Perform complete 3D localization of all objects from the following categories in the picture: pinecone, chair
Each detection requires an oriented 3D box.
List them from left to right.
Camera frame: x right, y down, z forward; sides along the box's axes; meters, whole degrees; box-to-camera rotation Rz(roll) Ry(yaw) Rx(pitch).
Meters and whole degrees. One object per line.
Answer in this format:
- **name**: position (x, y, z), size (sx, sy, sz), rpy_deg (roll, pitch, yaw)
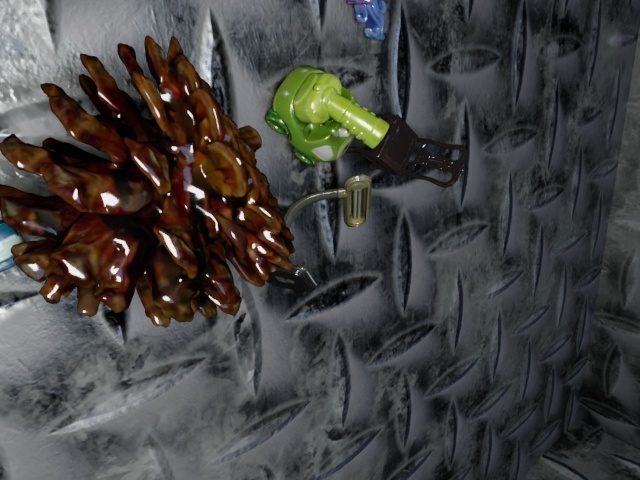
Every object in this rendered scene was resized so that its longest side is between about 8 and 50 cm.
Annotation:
- **pinecone**: position (-0.229, -0.056, 0.693), size (0.398, 0.398, 0.397), rpy_deg (-16, 115, -38)
- **chair**: position (0.187, -0.198, 1.114), size (0.113, 0.229, 0.106), rpy_deg (28, 84, -47)

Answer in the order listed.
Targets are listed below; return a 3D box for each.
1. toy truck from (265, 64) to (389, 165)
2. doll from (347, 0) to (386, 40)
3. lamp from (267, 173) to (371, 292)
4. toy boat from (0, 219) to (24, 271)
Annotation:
- **toy truck**: position (0.009, -0.238, 0.969), size (0.187, 0.210, 0.148), rpy_deg (38, 78, -24)
- **doll**: position (0.096, -0.487, 1.047), size (0.110, 0.067, 0.206), rpy_deg (-64, 147, -24)
- **lamp**: position (-0.004, -0.004, 1.111), size (0.283, 0.124, 0.203), rpy_deg (-55, 153, -17)
- **toy boat**: position (-0.530, 0.056, 0.649), size (0.299, 0.096, 0.061), rpy_deg (-29, 114, -29)
